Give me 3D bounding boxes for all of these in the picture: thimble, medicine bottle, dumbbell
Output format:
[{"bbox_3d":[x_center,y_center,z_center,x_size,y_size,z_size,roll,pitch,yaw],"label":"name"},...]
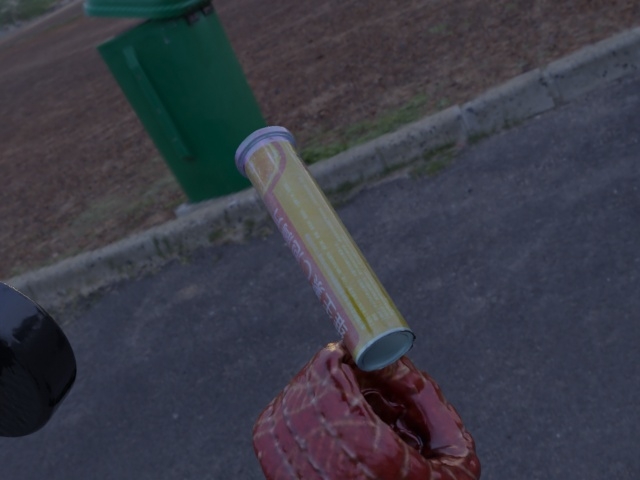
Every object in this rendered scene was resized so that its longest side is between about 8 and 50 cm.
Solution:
[{"bbox_3d":[0.081,0.345,1.346,0.230,0.350,0.350,-48,18,19],"label":"thimble"},{"bbox_3d":[0.000,0.000,1.220,0.108,0.108,0.426,-30,56,-4],"label":"medicine bottle"},{"bbox_3d":[-0.208,0.108,0.386,0.100,0.100,0.191,-14,29,30],"label":"dumbbell"}]
